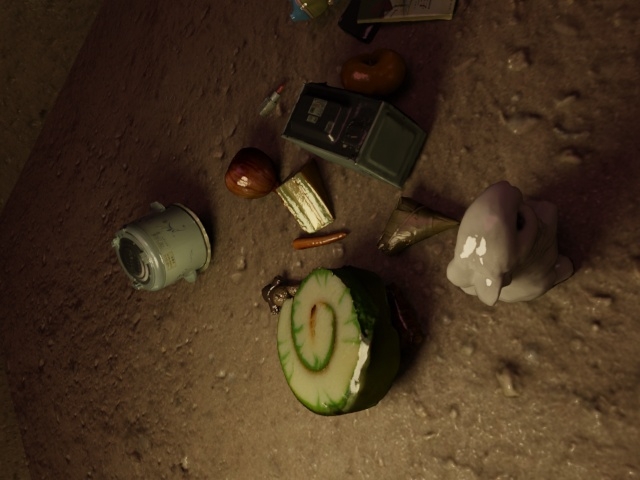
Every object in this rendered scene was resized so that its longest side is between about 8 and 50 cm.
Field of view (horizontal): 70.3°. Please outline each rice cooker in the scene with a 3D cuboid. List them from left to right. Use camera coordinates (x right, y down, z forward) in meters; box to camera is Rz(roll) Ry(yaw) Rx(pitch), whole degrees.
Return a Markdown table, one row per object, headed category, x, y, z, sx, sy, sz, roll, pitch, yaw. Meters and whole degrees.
| category | x | y | z | sx | sy | sz | roll | pitch | yaw |
| --- | --- | --- | --- | --- | --- | --- | --- | --- | --- |
| rice cooker | -0.523 | 0.017 | 1.553 | 0.264 | 0.317 | 0.316 | -19 | 69 | 45 |

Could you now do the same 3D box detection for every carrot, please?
| category | x | y | z | sx | sy | sz | roll | pitch | yaw |
| --- | --- | --- | --- | --- | --- | --- | --- | --- | --- |
| carrot | 0.000 | 0.000 | 1.320 | 0.190 | 0.037 | 0.037 | -9 | 75 | 32 |

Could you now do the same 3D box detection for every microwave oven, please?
| category | x | y | z | sx | sy | sz | roll | pitch | yaw |
| --- | --- | --- | --- | --- | --- | --- | --- | --- | --- |
| microwave oven | 0.087 | -0.285 | 1.188 | 0.295 | 0.238 | 0.181 | 30 | 98 | 42 |

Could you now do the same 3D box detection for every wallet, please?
| category | x | y | z | sx | sy | sz | roll | pitch | yaw |
| --- | --- | --- | --- | --- | --- | --- | --- | --- | --- |
| wallet | 0.171 | -0.736 | 1.347 | 0.146 | 0.030 | 0.285 | 43 | 105 | 30 |

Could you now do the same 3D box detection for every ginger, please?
| category | x | y | z | sx | sy | sz | roll | pitch | yaw |
| --- | --- | --- | --- | --- | --- | --- | --- | --- | --- |
| ginger | 0.181 | 0.191 | 1.118 | 0.103 | 0.073 | 0.162 | -30 | 69 | 25 |

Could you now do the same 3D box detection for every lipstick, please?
| category | x | y | z | sx | sy | sz | roll | pitch | yaw |
| --- | --- | --- | --- | --- | --- | --- | --- | --- | --- |
| lipstick | -0.163 | -0.480 | 1.543 | 0.129 | 0.030 | 0.030 | -45 | 57 | 21 |

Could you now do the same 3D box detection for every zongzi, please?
| category | x | y | z | sx | sy | sz | roll | pitch | yaw |
| --- | --- | --- | --- | --- | --- | --- | --- | --- | --- |
| zongzi | 0.237 | -0.010 | 1.117 | 0.176 | 0.079 | 0.160 | 32 | 105 | 33 |

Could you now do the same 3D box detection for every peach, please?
| category | x | y | z | sx | sy | sz | roll | pitch | yaw |
| --- | --- | --- | --- | --- | --- | --- | --- | --- | --- |
| peach | 0.143 | -0.455 | 1.236 | 0.179 | 0.103 | 0.179 | -9 | 38 | 7 |

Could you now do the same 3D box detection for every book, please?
| category | x | y | z | sx | sy | sz | roll | pitch | yaw |
| --- | --- | --- | --- | --- | --- | --- | --- | --- | --- |
| book | 0.248 | -0.706 | 1.263 | 0.290 | 0.026 | 0.201 | 12 | 87 | 31 |

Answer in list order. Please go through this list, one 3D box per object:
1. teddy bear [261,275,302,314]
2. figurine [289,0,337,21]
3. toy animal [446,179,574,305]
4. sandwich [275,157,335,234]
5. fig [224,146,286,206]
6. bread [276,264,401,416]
| category | x | y | z | sx | sy | sz | roll | pitch | yaw |
| --- | --- | --- | --- | --- | --- | --- | --- | --- | --- |
| teddy bear | -0.116 | 0.163 | 1.342 | 0.161 | 0.078 | 0.119 | 1 | 84 | 36 |
| figurine | -0.002 | -0.812 | 1.414 | 0.262 | 0.154 | 0.179 | -27 | 60 | 18 |
| toy animal | 0.338 | 0.021 | 0.856 | 0.257 | 0.357 | 0.194 | -53 | 57 | 18 |
| sandwich | -0.029 | -0.134 | 1.381 | 0.117 | 0.144 | 0.187 | -31 | 99 | 29 |
| fig | -0.195 | -0.196 | 1.452 | 0.175 | 0.207 | 0.175 | -57 | 18 | 31 |
| bread | 0.032 | 0.239 | 1.137 | 0.382 | 0.129 | 0.365 | 17 | 101 | 52 |
